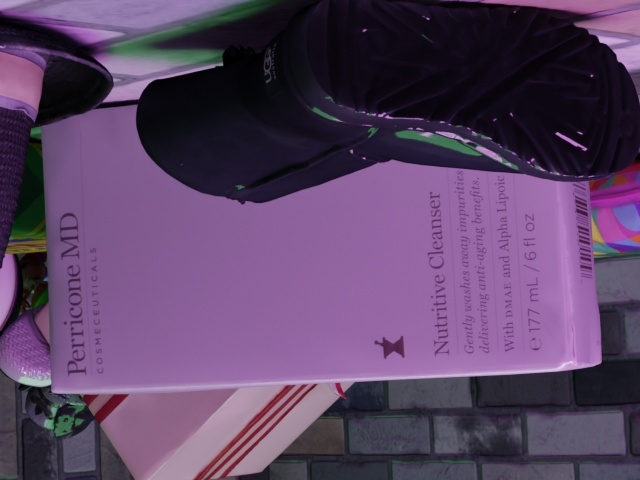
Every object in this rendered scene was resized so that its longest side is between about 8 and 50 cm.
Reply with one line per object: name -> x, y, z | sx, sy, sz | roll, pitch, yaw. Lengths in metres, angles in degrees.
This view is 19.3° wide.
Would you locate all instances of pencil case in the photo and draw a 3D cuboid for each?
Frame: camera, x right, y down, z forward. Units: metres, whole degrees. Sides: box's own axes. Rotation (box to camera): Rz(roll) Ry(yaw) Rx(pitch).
pencil case -> 0.328, -0.037, 1.886 | 0.104, 0.104, 0.236 | 0, 174, -29

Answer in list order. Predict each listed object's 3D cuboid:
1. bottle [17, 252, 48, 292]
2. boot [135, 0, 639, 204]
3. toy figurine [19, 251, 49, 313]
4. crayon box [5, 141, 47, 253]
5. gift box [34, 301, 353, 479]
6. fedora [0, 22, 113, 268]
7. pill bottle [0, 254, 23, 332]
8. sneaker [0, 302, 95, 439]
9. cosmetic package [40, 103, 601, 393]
bottle -> -0.390, 0.019, 2.228 | 0.283, 0.092, 0.118 | -1, -179, -12
boot -> 0.037, -0.075, 1.122 | 0.246, 0.094, 0.207 | 8, 168, -30
toy figurine -> -0.305, 0.044, 2.123 | 0.130, 0.173, 0.159 | 3, -145, -40
crayon box -> -0.311, -0.034, 1.598 | 0.203, 0.083, 0.323 | -4, 176, 20
gift box -> -0.077, 0.092, 1.887 | 0.258, 0.276, 0.255 | -47, 161, 22
fedora -> -0.273, -0.035, 1.105 | 0.334, 0.152, 0.334 | -3, 176, 0
pill bottle -> -0.402, 0.045, 1.954 | 0.181, 0.181, 0.323 | -2, 176, -7
sneaker -> -0.275, 0.146, 1.996 | 0.153, 0.101, 0.268 | -46, 162, 23
cosmetic package -> 0.000, 0.000, 1.374 | 0.385, 0.217, 0.156 | -6, 176, 16
